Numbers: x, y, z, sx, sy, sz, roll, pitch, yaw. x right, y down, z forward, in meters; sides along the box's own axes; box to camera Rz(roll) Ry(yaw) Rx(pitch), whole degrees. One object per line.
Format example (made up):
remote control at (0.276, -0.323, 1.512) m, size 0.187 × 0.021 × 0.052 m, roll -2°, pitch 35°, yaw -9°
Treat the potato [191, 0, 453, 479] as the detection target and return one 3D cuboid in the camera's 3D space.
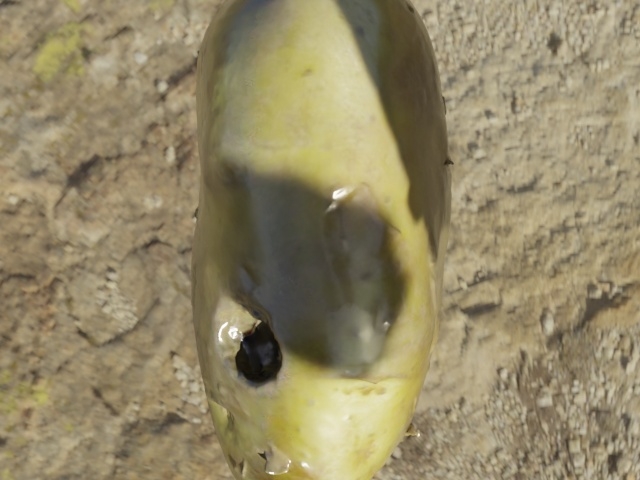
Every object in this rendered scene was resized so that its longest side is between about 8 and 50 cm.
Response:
potato at (0.000, 0.000, 0.574) m, size 0.141 × 0.191 × 0.296 m, roll 4°, pitch 97°, yaw -7°
